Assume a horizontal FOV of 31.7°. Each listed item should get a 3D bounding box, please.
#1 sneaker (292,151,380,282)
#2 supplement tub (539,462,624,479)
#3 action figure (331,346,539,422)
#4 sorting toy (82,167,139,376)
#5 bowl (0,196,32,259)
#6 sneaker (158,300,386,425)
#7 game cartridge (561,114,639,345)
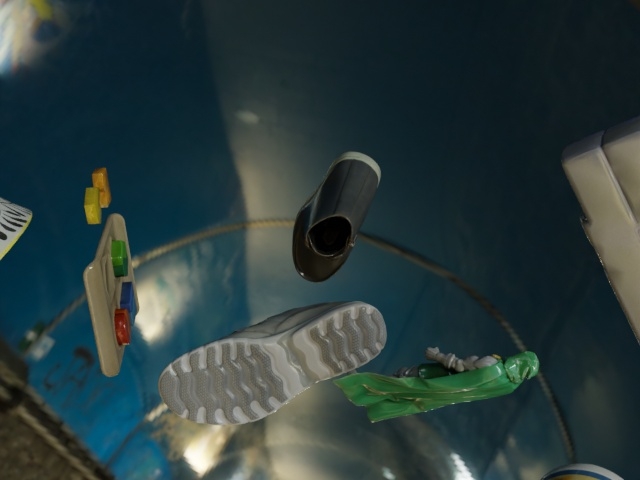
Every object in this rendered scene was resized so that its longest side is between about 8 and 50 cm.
[{"bbox_3d":[0.000,0.000,1.394,0.083,0.118,0.222,23,-44,1],"label":"sneaker"},{"bbox_3d":[0.296,0.374,1.323,0.144,0.200,0.144,12,-59,21],"label":"supplement tub"},{"bbox_3d":[0.147,0.163,1.332,0.232,0.063,0.137,-11,-27,27],"label":"action figure"},{"bbox_3d":[-0.352,0.046,1.912,0.041,0.229,0.307,-4,-66,4],"label":"sorting toy"},{"bbox_3d":[-0.265,0.010,0.679,0.080,0.170,0.170,51,-25,-18],"label":"bowl"},{"bbox_3d":[-0.061,0.147,1.382,0.115,0.281,0.105,-155,-129,-76],"label":"sneaker"},{"bbox_3d":[0.362,0.043,0.899,0.230,0.068,0.355,-20,-74,31],"label":"game cartridge"}]
